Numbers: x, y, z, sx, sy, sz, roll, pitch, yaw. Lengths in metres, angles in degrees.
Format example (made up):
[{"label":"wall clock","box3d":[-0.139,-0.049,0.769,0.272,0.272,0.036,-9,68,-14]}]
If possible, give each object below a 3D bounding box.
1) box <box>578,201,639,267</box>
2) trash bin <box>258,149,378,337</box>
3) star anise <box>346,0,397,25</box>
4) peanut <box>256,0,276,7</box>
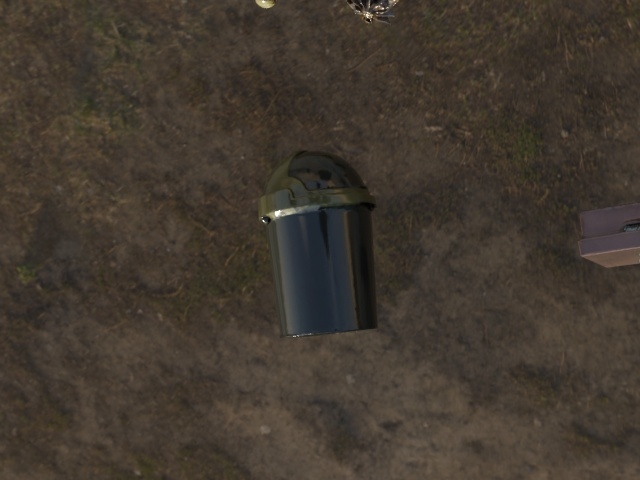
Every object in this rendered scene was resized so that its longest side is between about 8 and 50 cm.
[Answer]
[{"label":"box","box3d":[0.608,-0.013,1.323,0.215,0.215,0.086,-11,76,33]},{"label":"trash bin","box3d":[0.000,0.000,1.261,0.214,0.214,0.334,-10,79,23]},{"label":"star anise","box3d":[0.117,-0.499,1.502,0.129,0.056,0.124,6,156,46]},{"label":"peanut","box3d":[-0.085,-0.383,1.117,0.037,0.083,0.037,0,121,-1]}]
